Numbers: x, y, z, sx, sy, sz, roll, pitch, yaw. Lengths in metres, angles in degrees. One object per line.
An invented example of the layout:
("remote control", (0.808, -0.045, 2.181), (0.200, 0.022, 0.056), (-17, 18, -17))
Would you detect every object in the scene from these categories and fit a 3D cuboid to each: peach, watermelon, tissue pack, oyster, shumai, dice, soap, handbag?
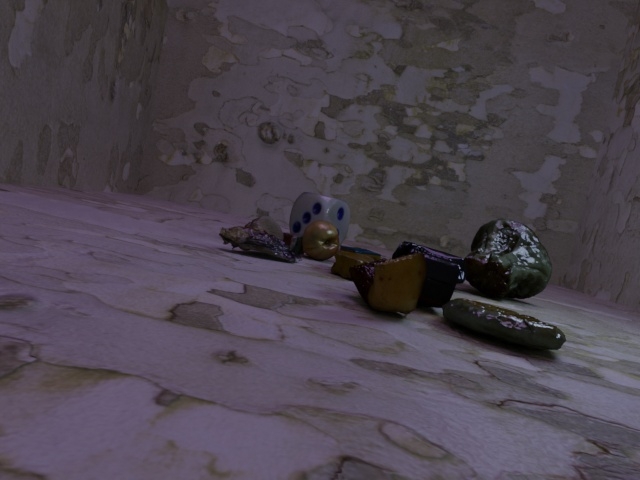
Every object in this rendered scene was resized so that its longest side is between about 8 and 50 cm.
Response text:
("peach", (0.000, 0.000, 1.872), (0.184, 0.185, 0.184), (12, 4, -1))
("watermelon", (-0.127, 0.009, 1.957), (0.121, 0.098, 0.158), (9, 1, -39))
("tissue pack", (0.178, 0.080, 1.930), (0.169, 0.082, 0.119), (9, 6, -39))
("oyster", (-0.218, 0.013, 1.615), (0.274, 0.101, 0.271), (9, -12, 18))
("shumai", (0.804, 0.105, 1.903), (0.323, 0.324, 0.398), (-14, 60, -38))
("dice", (-0.003, -0.119, 2.537), (0.276, 0.305, 0.304), (14, 4, 34))
("soap", (0.125, 0.096, 1.589), (0.160, 0.080, 0.257), (12, 4, 4))
("handbag", (0.305, 0.109, 1.304), (0.181, 0.182, 0.254), (20, 4, 4))
("handbag", (0.471, 0.122, 1.915), (0.341, 0.152, 0.288), (13, -12, -1))

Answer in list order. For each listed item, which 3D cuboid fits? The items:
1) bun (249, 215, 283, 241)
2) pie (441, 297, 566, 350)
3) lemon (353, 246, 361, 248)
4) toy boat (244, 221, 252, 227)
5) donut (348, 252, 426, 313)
("bun", (-0.256, -0.027, 1.879), (0.173, 0.113, 0.167), (23, 37, -44))
("pie", (0.466, 0.213, 1.092), (0.305, 0.071, 0.306), (15, 2, -1))
("lemon", (0.202, 0.065, 2.346), (0.083, 0.063, 0.062), (7, 0, 42))
("toy boat", (-0.308, -0.041, 2.212), (0.206, 0.072, 0.064), (22, -19, -37))
("donut", (0.161, 0.119, 1.093), (0.112, 0.152, 0.295), (-3, -5, -15))
